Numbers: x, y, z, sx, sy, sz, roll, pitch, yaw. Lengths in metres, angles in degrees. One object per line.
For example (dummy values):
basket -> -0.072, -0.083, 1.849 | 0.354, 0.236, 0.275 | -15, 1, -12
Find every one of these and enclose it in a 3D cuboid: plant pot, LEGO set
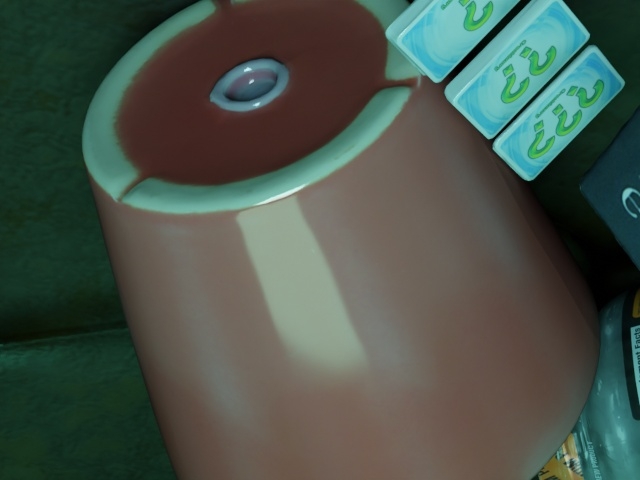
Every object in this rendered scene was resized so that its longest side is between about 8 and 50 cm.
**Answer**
plant pot -> 0.000, 0.000, 1.095 | 0.275, 0.275, 0.243 | -11, 131, 16
LEGO set -> 0.168, -0.139, 0.975 | 0.244, 0.060, 0.182 | -45, 144, 4

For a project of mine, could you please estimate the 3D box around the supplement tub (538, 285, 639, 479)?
supplement tub -> 0.305, 0.102, 1.257 | 0.316, 0.194, 0.193 | -16, 140, 23

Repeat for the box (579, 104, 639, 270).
box -> 0.437, -0.015, 0.809 | 0.297, 0.480, 0.472 | -20, 156, -35
